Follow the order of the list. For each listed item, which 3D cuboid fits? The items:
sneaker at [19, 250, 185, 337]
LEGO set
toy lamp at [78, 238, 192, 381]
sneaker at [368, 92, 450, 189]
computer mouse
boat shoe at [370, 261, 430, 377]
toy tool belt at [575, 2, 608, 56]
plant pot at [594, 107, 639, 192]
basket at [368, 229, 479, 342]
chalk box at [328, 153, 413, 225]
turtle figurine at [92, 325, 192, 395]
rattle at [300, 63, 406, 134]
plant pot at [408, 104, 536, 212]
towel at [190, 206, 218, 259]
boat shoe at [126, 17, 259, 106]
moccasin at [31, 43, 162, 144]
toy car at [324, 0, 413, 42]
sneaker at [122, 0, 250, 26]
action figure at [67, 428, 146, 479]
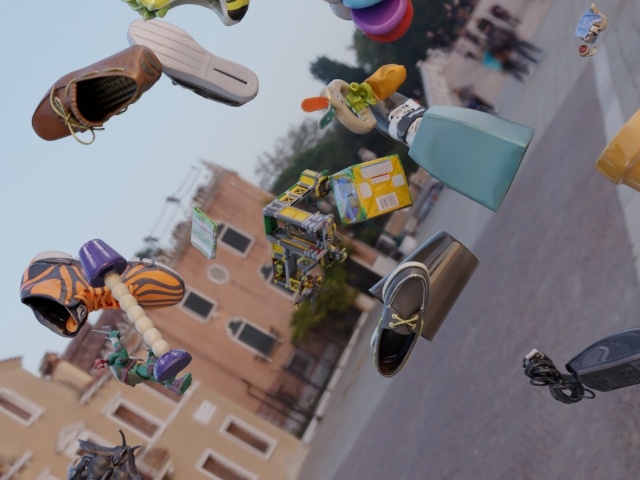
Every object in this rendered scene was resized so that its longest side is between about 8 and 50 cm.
[{"bbox_3d":[-0.434,0.122,1.772,0.180,0.321,0.124,-96,12,-58],"label":"sneaker"},{"bbox_3d":[0.000,0.000,2.259,0.255,0.192,0.331,-32,-47,-45],"label":"LEGO set"},{"bbox_3d":[-0.323,0.113,1.531,0.080,0.274,0.080,-35,-15,-11],"label":"toy lamp"},{"bbox_3d":[0.248,-0.278,2.209,0.122,0.330,0.146,-45,-13,-11],"label":"sneaker"},{"bbox_3d":[0.490,0.195,1.500,0.272,0.188,0.072,-19,52,32],"label":"computer mouse"},{"bbox_3d":[0.138,0.137,1.508,0.068,0.081,0.227,-92,11,-50],"label":"boat shoe"},{"bbox_3d":[0.470,-0.370,1.574,0.051,0.052,0.083,22,-88,-57],"label":"toy tool belt"},{"bbox_3d":[0.666,-0.155,1.709,0.205,0.188,0.205,-40,-18,-16],"label":"plant pot"},{"bbox_3d":[0.263,0.098,2.163,0.227,0.204,0.154,-49,-31,-3],"label":"basket"},{"bbox_3d":[0.112,-0.119,2.178,0.132,0.132,0.213,-18,2,-19],"label":"chalk box"},{"bbox_3d":[-0.417,0.280,2.057,0.118,0.234,0.175,-69,-23,-5],"label":"turtle figurine"},{"bbox_3d":[0.071,-0.282,1.736,0.143,0.130,0.200,-17,-12,31],"label":"rattle"},{"bbox_3d":[0.328,-0.203,1.986,0.165,0.234,0.165,-44,-22,-62],"label":"plant pot"},{"bbox_3d":[-0.369,-0.021,2.821,0.023,0.113,0.152,-35,-31,-36],"label":"towel"},{"bbox_3d":[-0.313,-0.404,2.132,0.119,0.335,0.121,-39,26,59],"label":"boat shoe"},{"bbox_3d":[-0.520,-0.309,2.018,0.380,0.139,0.147,-14,33,30],"label":"moccasin"},{"bbox_3d":[0.083,-0.368,1.339,0.182,0.159,0.136,18,-122,-71],"label":"toy car"},{"bbox_3d":[-0.265,-0.393,1.246,0.145,0.385,0.147,171,100,-71],"label":"sneaker"},{"bbox_3d":[-0.390,0.447,1.593,0.275,0.164,0.141,-58,0,7],"label":"action figure"}]
